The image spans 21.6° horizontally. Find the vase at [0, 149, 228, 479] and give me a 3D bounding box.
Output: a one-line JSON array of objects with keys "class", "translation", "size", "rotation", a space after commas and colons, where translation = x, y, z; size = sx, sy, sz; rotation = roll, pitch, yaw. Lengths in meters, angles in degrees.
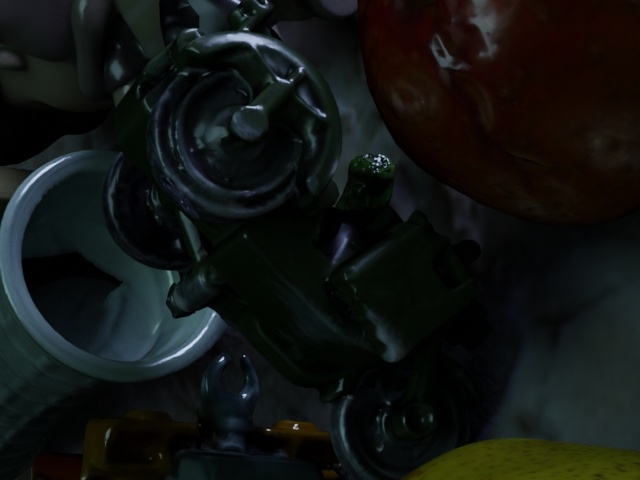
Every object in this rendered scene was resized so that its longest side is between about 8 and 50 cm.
[{"class": "vase", "translation": [-0.180, 0.067, 1.061], "size": [0.299, 0.143, 0.143], "rotation": [-38, 56, 54]}]

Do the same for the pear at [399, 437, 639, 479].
[{"class": "pear", "translation": [0.118, 0.219, 0.657], "size": [0.294, 0.294, 0.294], "rotation": [-10, 76, 46]}]

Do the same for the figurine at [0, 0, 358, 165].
[{"class": "figurine", "translation": [-0.151, -0.152, 1.033], "size": [0.380, 0.248, 0.203], "rotation": [3, 123, 45]}]

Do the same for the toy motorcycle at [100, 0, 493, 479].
[{"class": "toy motorcycle", "translation": [0.000, 0.000, 0.823], "size": [0.127, 0.275, 0.205], "rotation": [-49, 6, -20]}]

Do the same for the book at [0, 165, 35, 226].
[{"class": "book", "translation": [-0.219, 0.017, 1.122], "size": [0.231, 0.161, 0.026], "rotation": [-33, 66, 39]}]

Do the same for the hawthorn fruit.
[{"class": "hawthorn fruit", "translation": [0.095, -0.103, 0.780], "size": [0.179, 0.200, 0.179], "rotation": [-16, 66, 39]}]

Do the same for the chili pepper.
[{"class": "chili pepper", "translation": [0.008, -0.004, 0.981], "size": [0.118, 0.035, 0.055], "rotation": [-41, 42, 46]}]

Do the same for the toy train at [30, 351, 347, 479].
[{"class": "toy train", "translation": [-0.084, 0.245, 0.947], "size": [0.231, 0.163, 0.369], "rotation": [-1, 82, 60]}]
